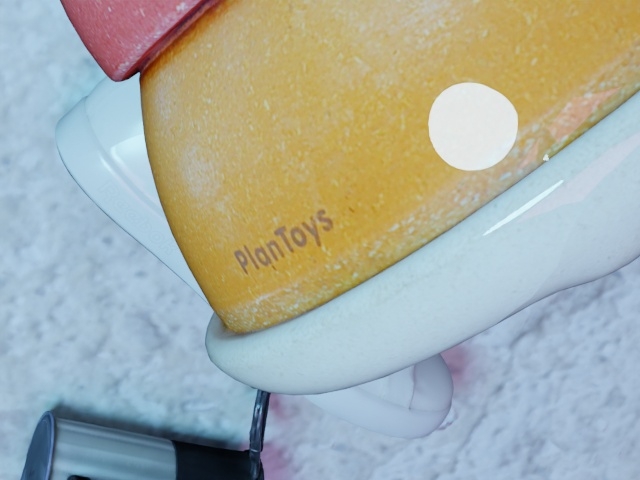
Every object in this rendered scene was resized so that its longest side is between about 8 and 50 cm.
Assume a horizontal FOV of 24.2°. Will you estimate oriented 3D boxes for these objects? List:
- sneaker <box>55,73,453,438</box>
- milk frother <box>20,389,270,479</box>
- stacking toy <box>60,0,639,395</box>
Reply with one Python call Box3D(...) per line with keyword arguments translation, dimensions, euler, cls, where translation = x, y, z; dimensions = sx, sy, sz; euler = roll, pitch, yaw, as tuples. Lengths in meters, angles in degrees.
Box3D(translation=(0.000, 0.000, 0.816), dimensions=(0.123, 0.106, 0.290), euler=(-39, 119, 16), cls="sneaker")
Box3D(translation=(-0.097, 0.124, 0.890), dimensions=(0.135, 0.129, 0.143), euler=(14, 74, -19), cls="milk frother")
Box3D(translation=(-0.028, -0.211, 0.588), dimensions=(0.351, 0.350, 0.480), euler=(-37, 99, 11), cls="stacking toy")
